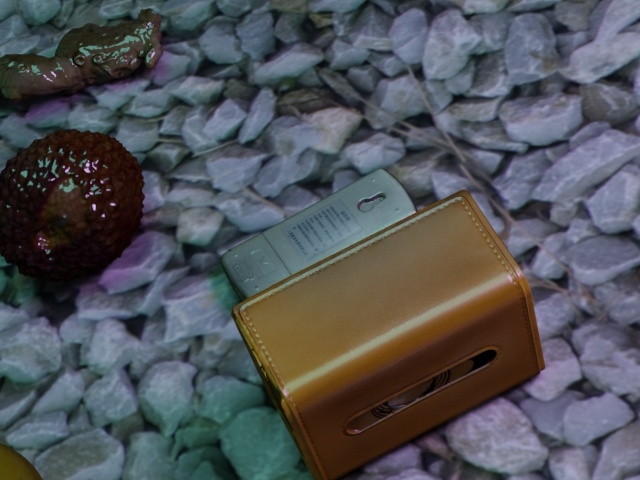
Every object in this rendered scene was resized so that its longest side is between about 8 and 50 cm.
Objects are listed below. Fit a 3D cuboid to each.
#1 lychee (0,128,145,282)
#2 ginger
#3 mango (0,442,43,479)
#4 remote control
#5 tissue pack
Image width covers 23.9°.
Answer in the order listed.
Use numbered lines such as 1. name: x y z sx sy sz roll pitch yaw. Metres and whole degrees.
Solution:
1. lychee: -0.300 -0.050 1.813 0.188 0.188 0.188 -8 51 10
2. ginger: -0.350 -0.241 2.033 0.290 0.084 0.122 -17 56 4
3. mango: -0.347 0.296 1.568 0.156 0.114 0.251 -9 30 -35
4. remote control: 0.000 0.000 1.767 0.233 0.038 0.098 -30 51 -9
5. tissue pack: 0.075 0.105 1.559 0.274 0.194 0.145 -28 50 -5
